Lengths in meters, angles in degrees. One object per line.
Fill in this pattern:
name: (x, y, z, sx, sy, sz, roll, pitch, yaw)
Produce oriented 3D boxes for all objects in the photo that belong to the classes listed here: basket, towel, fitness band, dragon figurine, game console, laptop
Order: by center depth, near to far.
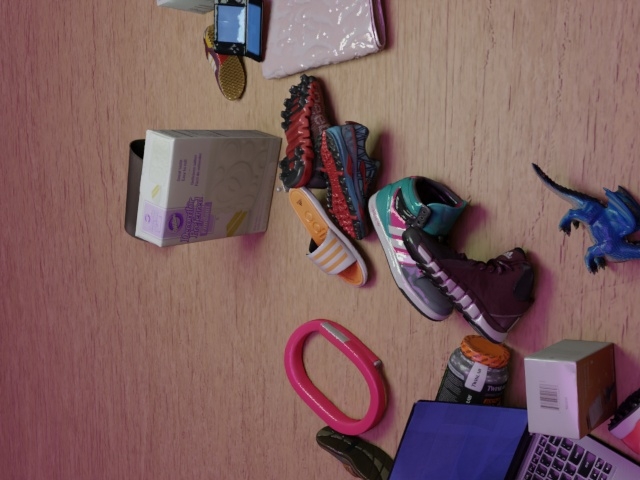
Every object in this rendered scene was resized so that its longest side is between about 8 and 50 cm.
dragon figurine: (0.483, -0.040, 1.238, 0.144, 0.085, 0.289, -40, 71, 36)
laptop: (0.340, 0.517, 1.333, 0.408, 0.236, 0.381, 29, 114, 34)
towel: (-0.014, -0.532, 1.608, 0.332, 0.053, 0.316, -4, 93, 42)
fitness band: (0.032, 0.305, 1.685, 0.291, 0.054, 0.209, 40, 122, 30)
game console: (-0.188, -0.487, 1.692, 0.124, 0.085, 0.143, 5, 114, 0)
basket: (-0.435, -0.123, 1.956, 0.204, 0.154, 0.226, 36, 120, 32)

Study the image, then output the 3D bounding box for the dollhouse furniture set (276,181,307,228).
dollhouse furniture set: (-0.044, -0.090, 1.673, 0.091, 0.081, 0.114, -25, 80, 39)

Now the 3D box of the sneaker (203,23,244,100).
sneaker: (-0.235, -0.431, 1.807, 0.084, 0.070, 0.185, -163, 58, -70)

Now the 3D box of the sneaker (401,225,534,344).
sneaker: (0.285, 0.043, 1.361, 0.162, 0.106, 0.281, -43, 105, -1)

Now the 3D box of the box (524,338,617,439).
box: (0.428, 0.248, 1.266, 0.091, 0.171, 0.130, -2, 94, 41)

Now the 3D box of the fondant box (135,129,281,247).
fondant box: (-0.246, -0.125, 1.676, 0.096, 0.330, 0.238, 23, 110, 36)

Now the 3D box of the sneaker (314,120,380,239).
sneaker: (0.082, -0.123, 1.550, 0.104, 0.125, 0.261, 33, 143, 50)

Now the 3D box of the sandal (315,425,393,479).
sandal: (0.078, 0.489, 1.649, 0.219, 0.090, 0.060, 22, 126, 34)

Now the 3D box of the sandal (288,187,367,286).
sandal: (-0.005, 0.004, 1.619, 0.265, 0.076, 0.102, 53, 145, 4)

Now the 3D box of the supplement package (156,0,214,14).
supplement package: (-0.278, -0.664, 1.749, 0.203, 0.149, 0.194, -8, 91, 39)

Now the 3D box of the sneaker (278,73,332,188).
sneaker: (-0.014, -0.229, 1.624, 0.098, 0.135, 0.275, -28, 54, 51)

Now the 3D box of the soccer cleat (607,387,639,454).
soccer cleat: (0.577, 0.252, 1.150, 0.116, 0.109, 0.318, 42, 143, 14)

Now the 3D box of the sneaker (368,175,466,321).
sneaker: (0.220, -0.004, 1.446, 0.178, 0.124, 0.295, -40, 69, 46)

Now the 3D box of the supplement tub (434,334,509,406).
supplement tub: (0.288, 0.285, 1.423, 0.117, 0.117, 0.190, 28, 114, 34)
